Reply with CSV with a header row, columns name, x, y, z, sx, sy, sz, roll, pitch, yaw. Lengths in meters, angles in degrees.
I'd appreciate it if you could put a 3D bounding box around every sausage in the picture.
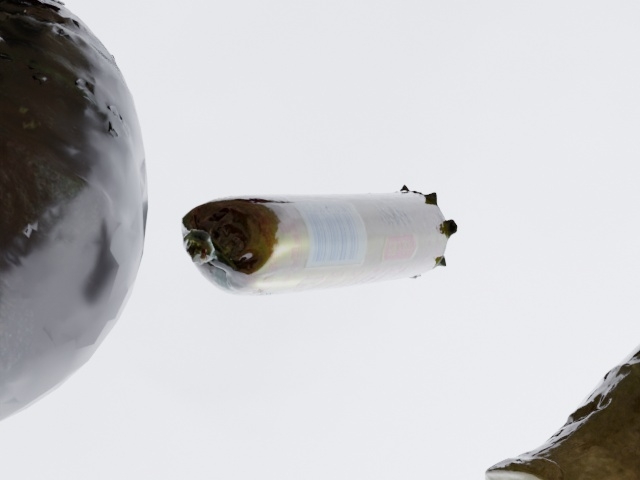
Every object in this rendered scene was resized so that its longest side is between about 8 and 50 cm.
name,x,y,z,sx,sy,sz,roll,pitch,yaw
sausage,0.000,0.000,1.246,0.082,0.082,0.371,6,-175,24

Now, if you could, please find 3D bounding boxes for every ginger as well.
name,x,y,z,sx,sy,sz,roll,pitch,yaw
ginger,0.197,0.085,0.871,0.263,0.109,0.116,-30,-173,-32

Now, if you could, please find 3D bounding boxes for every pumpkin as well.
name,x,y,z,sx,sy,sz,roll,pitch,yaw
pumpkin,-0.186,-0.019,0.767,0.233,0.163,0.233,-13,-132,14
